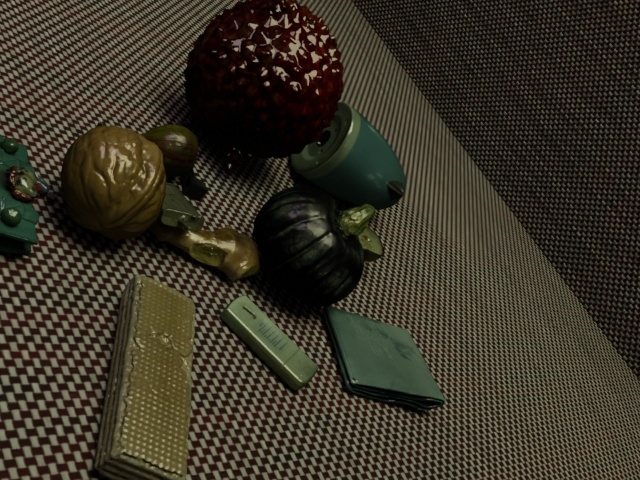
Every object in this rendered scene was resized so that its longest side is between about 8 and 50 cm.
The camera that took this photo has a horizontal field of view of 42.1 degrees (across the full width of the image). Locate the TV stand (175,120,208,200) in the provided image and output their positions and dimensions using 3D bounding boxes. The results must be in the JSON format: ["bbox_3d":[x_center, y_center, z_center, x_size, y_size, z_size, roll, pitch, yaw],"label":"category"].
[{"bbox_3d":[-0.322,-0.201,2.047,0.049,0.040,0.256,24,32,-35],"label":"TV stand"}]

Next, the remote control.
[{"bbox_3d":[-0.107,0.213,1.743,0.233,0.038,0.098,45,26,4],"label":"remote control"}]

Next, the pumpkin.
[{"bbox_3d":[0.000,0.000,1.926,0.296,0.296,0.295,33,28,-20],"label":"pumpkin"}]

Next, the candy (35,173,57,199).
[{"bbox_3d":[-0.548,-0.110,1.620,0.083,0.020,0.030,40,26,-4],"label":"candy"}]

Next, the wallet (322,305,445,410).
[{"bbox_3d":[0.143,0.279,1.981,0.291,0.054,0.251,19,31,-31],"label":"wallet"}]

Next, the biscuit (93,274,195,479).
[{"bbox_3d":[-0.286,0.230,1.420,0.144,0.078,0.426,31,30,-27],"label":"biscuit"}]

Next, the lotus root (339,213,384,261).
[{"bbox_3d":[0.078,0.009,2.263,0.183,0.077,0.203,24,22,-8],"label":"lotus root"}]

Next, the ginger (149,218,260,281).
[{"bbox_3d":[-0.254,-0.002,1.812,0.295,0.086,0.131,27,47,-22],"label":"ginger"}]

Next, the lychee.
[{"bbox_3d":[-0.154,-0.395,2.178,0.425,0.499,0.424,22,-9,4],"label":"lychee"}]

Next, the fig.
[{"bbox_3d":[-0.398,-0.230,1.920,0.236,0.124,0.124,21,32,-16],"label":"fig"}]

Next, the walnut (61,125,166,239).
[{"bbox_3d":[-0.402,-0.109,1.620,0.228,0.228,0.228,33,28,-20],"label":"walnut"}]

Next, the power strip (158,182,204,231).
[{"bbox_3d":[-0.315,-0.073,1.761,0.092,0.034,0.268,14,15,-31],"label":"power strip"}]

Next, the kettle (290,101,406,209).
[{"bbox_3d":[0.098,-0.230,2.505,0.342,0.247,0.319,34,1,-34],"label":"kettle"}]

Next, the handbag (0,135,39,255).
[{"bbox_3d":[-0.622,-0.116,1.437,0.274,0.100,0.268,20,34,-38],"label":"handbag"}]
